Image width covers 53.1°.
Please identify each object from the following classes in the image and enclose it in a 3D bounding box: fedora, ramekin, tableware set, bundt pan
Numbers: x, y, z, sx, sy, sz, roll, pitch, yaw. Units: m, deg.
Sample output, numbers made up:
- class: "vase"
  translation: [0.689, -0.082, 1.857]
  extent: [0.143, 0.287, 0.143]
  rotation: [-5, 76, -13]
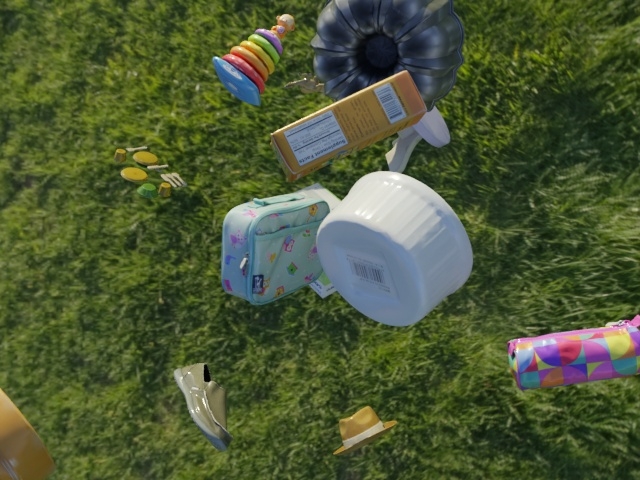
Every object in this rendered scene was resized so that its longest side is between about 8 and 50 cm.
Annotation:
- class: "fedora"
  translation: [0.101, 0.478, 1.639]
  extent: [0.194, 0.194, 0.079]
  rotation: [-34, 76, 27]
- class: "ramekin"
  translation: [0.123, 0.025, 1.173]
  extent: [0.277, 0.135, 0.277]
  rotation: [30, 142, 27]
- class: "tableware set"
  translation: [-0.329, -0.125, 1.189]
  extent: [0.154, 0.104, 0.024]
  rotation: [40, 125, 28]
- class: "bundt pan"
  translation: [0.126, -0.389, 1.326]
  extent: [0.331, 0.124, 0.330]
  rotation: [9, 119, 17]

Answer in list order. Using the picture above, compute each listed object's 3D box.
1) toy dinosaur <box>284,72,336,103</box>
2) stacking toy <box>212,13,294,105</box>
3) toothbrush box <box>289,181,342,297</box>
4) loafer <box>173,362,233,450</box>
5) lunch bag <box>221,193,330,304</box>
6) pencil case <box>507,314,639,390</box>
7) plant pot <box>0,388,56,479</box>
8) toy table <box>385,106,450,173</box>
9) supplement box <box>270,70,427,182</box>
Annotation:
- class: "toy dinosaur"
  translation: [-0.013, -0.450, 1.855]
  extent: [0.092, 0.183, 0.053]
  rotation: [-43, 45, 49]
- class: "stacking toy"
  translation: [-0.180, -0.590, 1.999]
  extent: [0.175, 0.166, 0.301]
  rotation: [38, 82, 5]
- class: "toothbrush box"
  translation: [0.000, 0.000, 1.967]
  extent: [0.206, 0.122, 0.283]
  rotation: [41, 141, 33]
- class: "loafer"
  translation: [-0.251, 0.359, 1.434]
  extent: [0.087, 0.094, 0.251]
  rotation: [-31, 46, -12]
- class: "lunch bag"
  translation: [-0.095, 0.009, 1.418]
  extent: [0.108, 0.279, 0.223]
  rotation: [22, 115, 32]
- class: "pencil case"
  translation: [0.458, 0.203, 1.147]
  extent: [0.237, 0.104, 0.104]
  rotation: [-13, 80, 7]
- class: "plant pot"
  translation: [-0.565, 0.351, 1.020]
  extent: [0.205, 0.188, 0.205]
  rotation: [30, 140, 29]
- class: "toy table"
  translation: [0.241, -0.331, 1.843]
  extent: [0.161, 0.274, 0.252]
  rotation: [-27, 51, 29]
- class: "supplement box"
  translation: [0.041, -0.174, 0.990]
  extent: [0.234, 0.078, 0.080]
  rotation: [-24, 87, -6]
